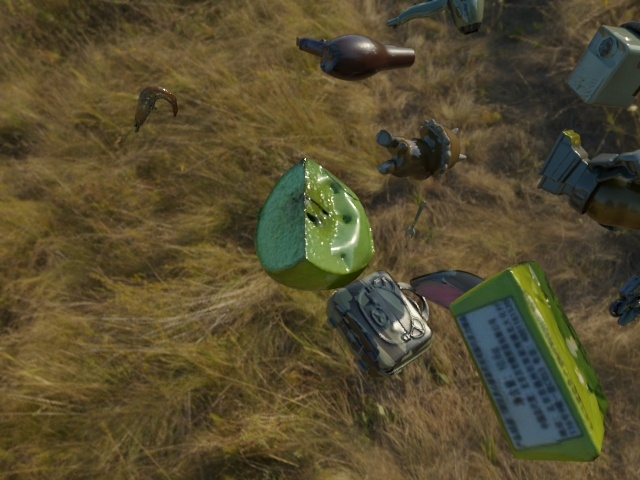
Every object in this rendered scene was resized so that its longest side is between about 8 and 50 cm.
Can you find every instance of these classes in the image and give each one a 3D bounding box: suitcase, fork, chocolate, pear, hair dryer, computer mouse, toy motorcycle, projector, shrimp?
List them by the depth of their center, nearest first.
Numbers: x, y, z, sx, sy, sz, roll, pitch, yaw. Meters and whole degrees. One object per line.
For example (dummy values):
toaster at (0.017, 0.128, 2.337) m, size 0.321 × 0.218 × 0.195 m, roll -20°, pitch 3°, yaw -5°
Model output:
chocolate at (0.362, 0.195, 0.922) m, size 0.137 × 0.289 × 0.300 m, roll -29°, pitch 77°, yaw 26°
shrimp at (-0.375, -0.286, 1.204) m, size 0.127 × 0.091 × 0.025 m, roll -49°, pitch 34°, yaw 26°
hair dryer at (0.281, -0.608, 1.263) m, size 0.225 × 0.218 × 0.088 m, roll 13°, pitch 17°, yaw 19°
toy motorcycle at (0.856, 0.146, 1.424) m, size 0.193 × 0.124 × 0.061 m, roll -51°, pitch 23°, yaw 7°
computer mouse at (0.383, 0.148, 1.452) m, size 0.158 × 0.311 × 0.071 m, roll -26°, pitch 44°, yaw 49°
pear at (0.000, 0.000, 1.467) m, size 0.239 × 0.318 × 0.342 m, roll -31°, pitch 46°, yaw 38°
hair dryer at (0.065, -0.561, 1.578) m, size 0.313 × 0.123 × 0.341 m, roll -17°, pitch 36°, yaw -37°
projector at (0.910, -0.541, 1.645) m, size 0.178 × 0.242 × 0.163 m, roll -1°, pitch 49°, yaw -22°
suitcase at (0.228, 0.285, 1.897) m, size 0.339 × 0.194 × 0.351 m, roll -24°, pitch 67°, yaw -30°
fork at (0.365, -0.074, 2.051) m, size 0.034 × 0.219 × 0.028 m, roll 29°, pitch 51°, yaw 11°

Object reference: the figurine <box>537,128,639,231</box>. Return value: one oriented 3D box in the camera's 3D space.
figurine at (0.684, -0.125, 1.281) m, size 0.285 × 0.343 × 0.167 m, roll 38°, pitch 105°, yaw 30°

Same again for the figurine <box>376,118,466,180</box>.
figurine at (0.310, -0.268, 1.582) m, size 0.173 × 0.247 × 0.177 m, roll -27°, pitch 56°, yaw 49°
